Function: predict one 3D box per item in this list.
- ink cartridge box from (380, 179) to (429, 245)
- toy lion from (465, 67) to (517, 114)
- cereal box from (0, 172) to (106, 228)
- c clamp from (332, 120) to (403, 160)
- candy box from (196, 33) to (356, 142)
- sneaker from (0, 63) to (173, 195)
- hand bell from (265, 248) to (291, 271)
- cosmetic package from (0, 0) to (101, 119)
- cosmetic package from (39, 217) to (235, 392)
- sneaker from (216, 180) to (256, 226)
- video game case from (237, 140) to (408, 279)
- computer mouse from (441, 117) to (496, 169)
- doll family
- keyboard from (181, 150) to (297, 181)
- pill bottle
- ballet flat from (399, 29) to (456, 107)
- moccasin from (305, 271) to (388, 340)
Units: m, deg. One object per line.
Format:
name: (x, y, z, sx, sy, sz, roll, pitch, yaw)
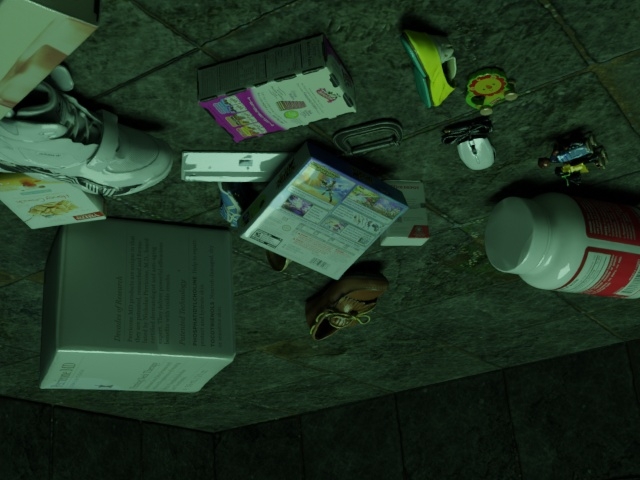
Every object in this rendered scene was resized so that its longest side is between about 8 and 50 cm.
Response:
ink cartridge box: (0.179, -0.060, 2.025, 0.099, 0.135, 0.056, 1, 160, -13)
toy lion: (0.301, -0.275, 1.672, 0.096, 0.034, 0.100, 18, 149, -31)
cereal box: (-0.559, -0.096, 1.887, 0.173, 0.047, 0.240, -7, 157, 5)
c clamp: (0.095, -0.196, 1.833, 0.161, 0.022, 0.137, -14, 151, 24)
candy box: (-0.073, -0.256, 1.576, 0.234, 0.071, 0.159, -11, 156, 16)
sneaker: (-0.417, -0.185, 1.583, 0.366, 0.137, 0.210, 8, 157, -22)
hand bell: (0.000, 0.000, 2.204, 0.242, 0.126, 0.126, -7, 160, -28)
cosmetic package: (-0.433, -0.304, 1.279, 0.129, 0.153, 0.296, 17, 150, -40)
cosmetic package: (-0.439, 0.162, 2.176, 0.394, 0.327, 0.329, 6, 155, -22)
sneaker: (-0.184, -0.077, 1.974, 0.081, 0.080, 0.211, -3, 151, 16)
video game case: (0.005, -0.056, 1.924, 0.270, 0.061, 0.244, 25, 123, -33)
computer mouse: (0.317, -0.184, 1.873, 0.106, 0.042, 0.193, -14, 156, 19)
doll family: (0.526, -0.170, 1.925, 0.111, 0.076, 0.193, -13, 152, 29)
keyboard: (-0.152, -0.150, 1.862, 0.256, 0.014, 0.072, -1, 127, -12)
pill bottle: (0.599, 0.009, 2.161, 0.408, 0.229, 0.229, 8, 154, -28)
ballet flat: (0.188, -0.301, 1.544, 0.077, 0.077, 0.231, -30, 157, 4)
moccasin: (0.069, 0.189, 2.584, 0.139, 0.147, 0.380, 10, 153, -33)
